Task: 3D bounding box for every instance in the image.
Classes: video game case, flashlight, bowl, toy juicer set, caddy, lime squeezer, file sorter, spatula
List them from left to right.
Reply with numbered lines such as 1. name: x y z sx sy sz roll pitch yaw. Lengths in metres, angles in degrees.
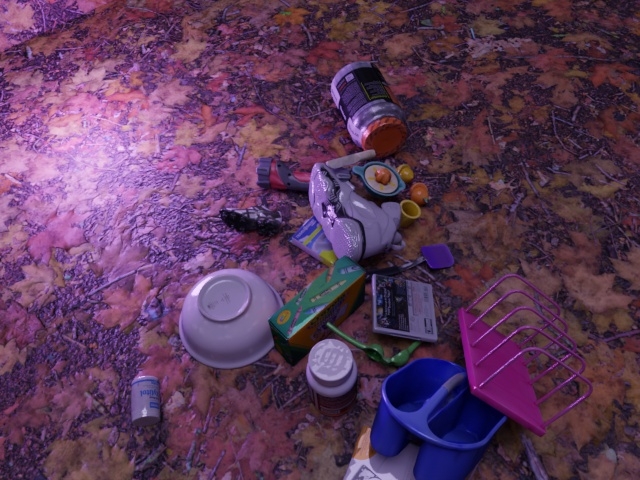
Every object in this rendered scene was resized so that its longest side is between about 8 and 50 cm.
1. bowl: -0.249 0.183 1.487 0.297 0.134 0.298 -1 54 2
2. flashlight: -0.051 -0.208 1.775 0.303 0.103 0.103 4 54 7
3. lime squeezer: 0.167 0.270 1.426 0.310 0.059 0.110 4 77 -12
4. toy juicer set: 0.206 -0.206 1.716 0.329 0.089 0.209 40 52 9
5. video game case: 0.224 0.181 1.491 0.173 0.022 0.191 11 45 -6
6. spatula: 0.249 0.074 1.600 0.296 0.030 0.084 -16 58 -9
7. caddy: 0.265 0.376 1.209 0.241 0.179 0.341 28 22 30
8. file sorter: 0.466 0.246 1.267 0.202 0.182 0.291 34 28 -11

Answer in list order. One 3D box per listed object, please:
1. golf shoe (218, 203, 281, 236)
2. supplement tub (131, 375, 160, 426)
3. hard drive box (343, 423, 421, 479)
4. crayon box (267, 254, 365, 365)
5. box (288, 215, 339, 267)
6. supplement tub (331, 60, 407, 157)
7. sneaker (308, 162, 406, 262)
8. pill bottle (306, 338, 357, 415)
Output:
1. golf shoe: -0.215 -0.073 1.713 0.198 0.077 0.094 15 45 5
2. supplement tub: -0.438 0.401 1.379 0.070 0.071 0.107 -12 55 -5
3. hard drive box: 0.174 0.546 1.232 0.232 0.089 0.181 17 57 14
4. crayon box: -0.003 0.184 1.453 0.278 0.165 0.081 -39 61 -22
5. box: 0.000 0.000 1.660 0.178 0.042 0.109 32 62 22
6. supplement tub: 0.167 -0.444 1.875 0.193 0.194 0.316 -14 54 -7
7. sneaker: 0.105 -0.090 1.635 0.210 0.137 0.366 -6 51 -25
8. pill bottle: 0.028 0.328 1.314 0.121 0.221 0.121 -1 55 2
